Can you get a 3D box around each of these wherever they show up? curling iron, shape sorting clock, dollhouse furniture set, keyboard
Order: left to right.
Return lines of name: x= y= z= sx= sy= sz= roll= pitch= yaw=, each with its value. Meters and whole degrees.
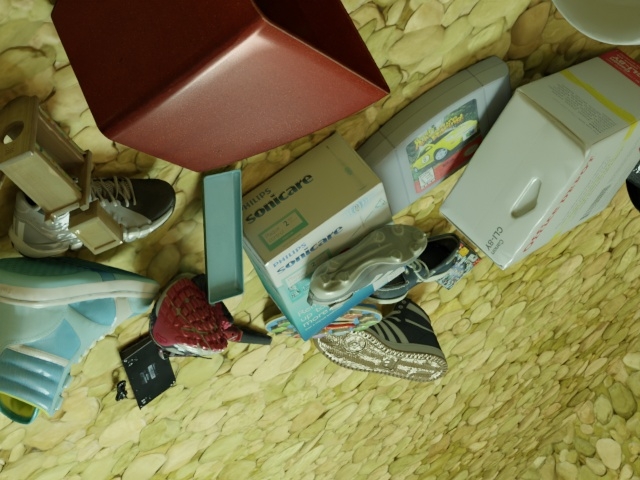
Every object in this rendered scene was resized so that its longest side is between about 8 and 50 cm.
dollhouse furniture set: x=-0.348 y=-0.058 z=1.425 sx=0.161 sy=0.101 sz=0.182 roll=-21 pitch=137 yaw=17
keyboard: x=-0.295 y=0.219 z=1.978 sx=0.108 sy=0.023 sz=0.180 roll=-36 pitch=151 yaw=-19
curling iron: x=-0.143 y=0.147 z=2.035 sx=0.068 sy=0.035 sz=0.274 roll=-42 pitch=151 yaw=6
shape sorting clock: x=0.005 y=0.143 z=2.110 sx=0.206 sy=0.040 sz=0.206 roll=-7 pitch=160 yaw=-2

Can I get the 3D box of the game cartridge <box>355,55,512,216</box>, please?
game cartridge: x=0.187 y=-0.167 z=1.957 sx=0.294 sy=0.060 sz=0.196 roll=-36 pitch=148 yaw=-6

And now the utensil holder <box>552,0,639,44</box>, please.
utensil holder: x=0.541 y=-0.440 z=1.706 sx=0.385 sy=0.327 sz=0.327 roll=-11 pitch=141 yaw=-37

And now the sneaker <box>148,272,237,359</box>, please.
sneaker: x=-0.202 y=0.129 z=1.767 sx=0.112 sy=0.121 sz=0.299 roll=-33 pitch=179 yaw=3

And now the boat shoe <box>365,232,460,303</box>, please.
boat shoe: x=0.161 y=0.045 z=2.185 sx=0.254 sy=0.095 sz=0.079 roll=-15 pitch=145 yaw=-40

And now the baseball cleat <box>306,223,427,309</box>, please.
baseball cleat: x=0.065 y=0.040 z=1.847 sx=0.206 sy=0.072 sz=0.109 roll=-21 pitch=160 yaw=-23

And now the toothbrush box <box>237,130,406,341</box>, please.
toothbrush box: x=0.000 y=0.000 z=1.900 sx=0.216 sy=0.126 sz=0.295 roll=-35 pitch=150 yaw=-8

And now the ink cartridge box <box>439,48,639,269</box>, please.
ink cartridge box: x=0.412 y=-0.147 z=2.059 sx=0.385 sy=0.160 sz=0.279 roll=-26 pitch=152 yaw=-49

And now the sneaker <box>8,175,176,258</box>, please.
sneaker: x=-0.280 y=-0.060 z=1.529 sx=0.229 sy=0.086 sz=0.132 roll=-20 pitch=144 yaw=-29

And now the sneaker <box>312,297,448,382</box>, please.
sneaker: x=0.105 y=0.172 z=2.322 sx=0.282 sy=0.153 sz=0.099 roll=18 pitch=126 yaw=-22

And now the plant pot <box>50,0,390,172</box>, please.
plant pot: x=-0.128 y=-0.225 z=1.311 sx=0.236 sy=0.267 sz=0.267 roll=-36 pitch=154 yaw=21

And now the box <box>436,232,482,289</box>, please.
box: x=0.254 y=0.042 z=2.360 sx=0.094 sy=0.027 sz=0.137 roll=-45 pitch=151 yaw=8

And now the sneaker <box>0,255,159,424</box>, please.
sneaker: x=-0.338 y=0.131 z=1.589 sx=0.319 sy=0.127 sz=0.208 roll=4 pitch=99 yaw=-62

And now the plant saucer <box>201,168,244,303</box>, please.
plant saucer: x=-0.142 y=-0.007 z=1.741 sx=0.067 sy=0.018 sz=0.192 roll=-16 pitch=113 yaw=-40

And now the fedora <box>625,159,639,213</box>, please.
fedora: x=0.642 y=-0.206 z=2.243 sx=0.153 sy=0.334 sz=0.334 roll=18 pitch=122 yaw=-28
